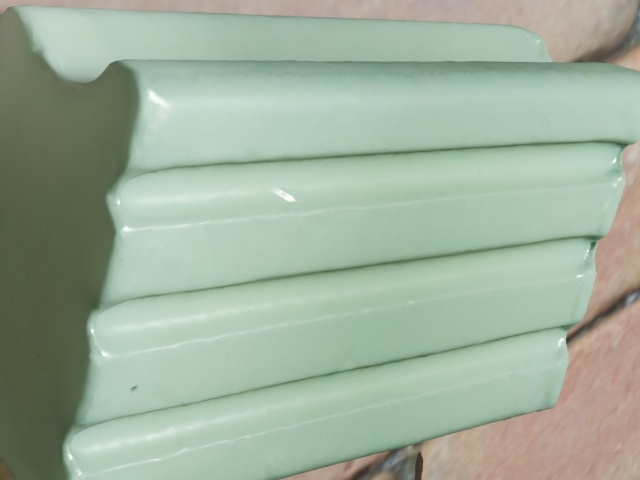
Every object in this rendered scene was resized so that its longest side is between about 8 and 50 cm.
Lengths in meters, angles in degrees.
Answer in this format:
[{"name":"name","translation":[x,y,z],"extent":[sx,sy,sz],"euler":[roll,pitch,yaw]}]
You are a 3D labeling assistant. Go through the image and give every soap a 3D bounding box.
[{"name":"soap","translation":[0.000,0.000,0.546],"extent":[0.265,0.087,0.160],"euler":[-7,118,-44]}]
